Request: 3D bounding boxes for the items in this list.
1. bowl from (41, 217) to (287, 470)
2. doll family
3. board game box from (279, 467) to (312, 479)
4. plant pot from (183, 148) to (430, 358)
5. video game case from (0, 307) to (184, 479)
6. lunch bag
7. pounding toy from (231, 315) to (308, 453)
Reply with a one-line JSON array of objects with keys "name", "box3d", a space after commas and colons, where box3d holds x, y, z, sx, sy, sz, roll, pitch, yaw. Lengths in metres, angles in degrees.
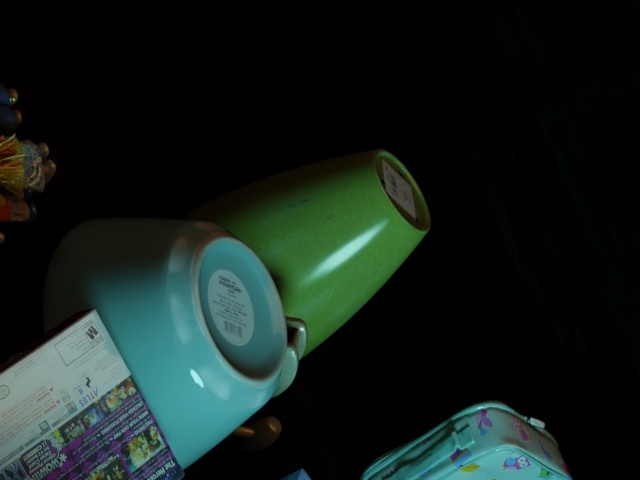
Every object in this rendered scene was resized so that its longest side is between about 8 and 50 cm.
[{"name": "bowl", "box3d": [-0.152, 0.101, 1.733, 0.311, 0.163, 0.311, 39, 42, -46]}, {"name": "doll family", "box3d": [-0.400, -0.131, 1.763, 0.263, 0.118, 0.163, 63, 24, 10]}, {"name": "board game box", "box3d": [-0.026, 0.393, 1.824, 0.211, 0.160, 0.039, 54, 23, -12]}, {"name": "plant pot", "box3d": [0.000, 0.000, 2.171, 0.275, 0.293, 0.275, 43, 28, -31]}, {"name": "video game case", "box3d": [-0.271, 0.215, 1.540, 0.232, 0.042, 0.210, -37, 106, -38]}, {"name": "lunch bag", "box3d": [0.208, 0.345, 2.188, 0.224, 0.279, 0.108, 36, 28, -37]}, {"name": "pounding toy", "box3d": [-0.114, 0.149, 1.947, 0.269, 0.154, 0.155, 51, 25, -15]}]
